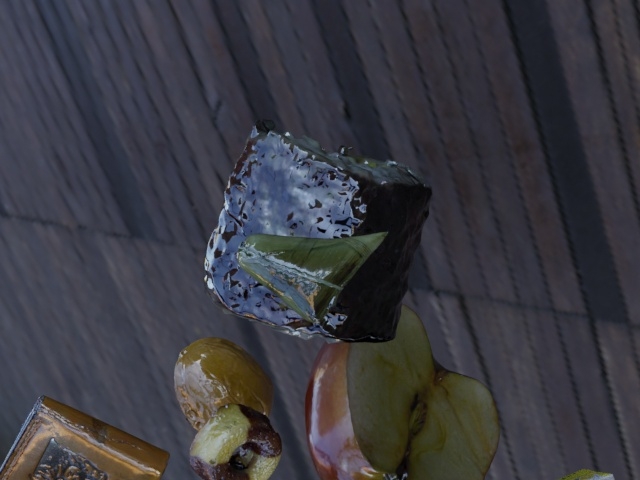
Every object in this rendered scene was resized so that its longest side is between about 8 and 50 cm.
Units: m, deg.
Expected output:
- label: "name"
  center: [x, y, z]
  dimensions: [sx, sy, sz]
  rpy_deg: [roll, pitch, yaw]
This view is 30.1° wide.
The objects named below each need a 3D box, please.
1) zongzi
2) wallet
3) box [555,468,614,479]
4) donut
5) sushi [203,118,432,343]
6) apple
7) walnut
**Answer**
- label: "zongzi"
  center: [-0.010, 0.005, 1.108]
  dimensions: [0.104, 0.113, 0.052]
  rpy_deg: [40, 180, -13]
- label: "wallet"
  center: [-0.269, 0.275, 1.257]
  dimensions: [0.161, 0.195, 0.042]
  rpy_deg: [28, -167, -23]
- label: "box"
  center: [0.436, 0.537, 1.997]
  dimensions: [0.097, 0.168, 0.265]
  rpy_deg: [-16, 88, 67]
- label: "donut"
  center: [-0.119, 0.304, 1.722]
  dimensions: [0.059, 0.140, 0.140]
  rpy_deg: [33, 142, 48]
- label: "sushi"
  center: [0.000, -0.002, 1.786]
  dimensions: [0.299, 0.281, 0.294]
  rpy_deg: [19, 95, 14]
- label: "apple"
  center: [0.133, 0.302, 1.989]
  dimensions: [0.329, 0.365, 0.295]
  rpy_deg: [14, 133, 11]
- label: "walnut"
  center: [-0.158, 0.266, 2.087]
  dimensions: [0.211, 0.167, 0.087]
  rpy_deg: [46, 157, -25]
